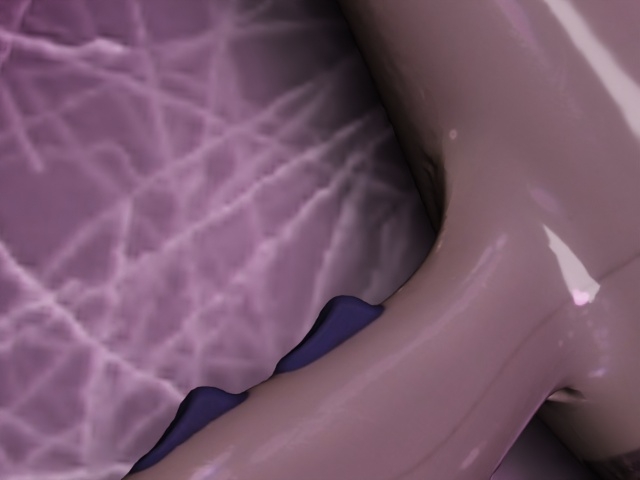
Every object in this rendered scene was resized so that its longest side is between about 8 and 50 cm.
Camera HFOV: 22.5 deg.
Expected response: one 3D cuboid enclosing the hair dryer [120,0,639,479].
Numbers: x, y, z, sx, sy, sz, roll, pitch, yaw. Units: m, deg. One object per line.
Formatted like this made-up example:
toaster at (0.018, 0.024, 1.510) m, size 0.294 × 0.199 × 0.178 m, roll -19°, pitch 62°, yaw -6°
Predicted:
hair dryer at (0.005, -0.037, 0.363) m, size 0.298 × 0.119 × 0.296 m, roll -9°, pitch 74°, yaw -34°
